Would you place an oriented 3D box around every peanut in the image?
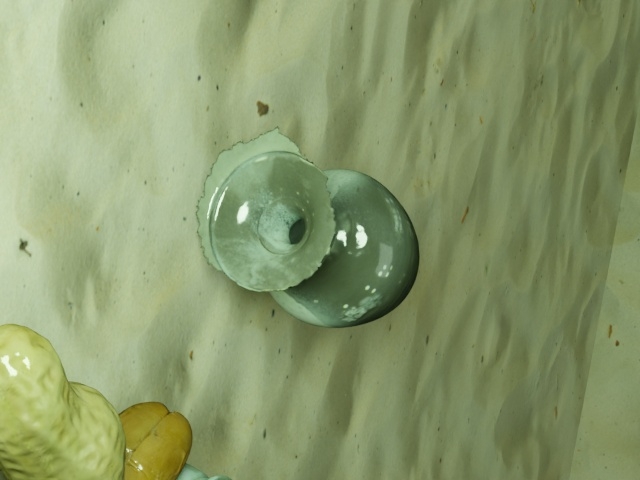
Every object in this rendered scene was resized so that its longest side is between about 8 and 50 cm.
[{"bbox_3d":[-0.306,0.212,1.764,0.147,0.148,0.318,-57,141,-35],"label":"peanut"}]

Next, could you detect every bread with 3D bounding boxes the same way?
[{"bbox_3d":[-0.225,0.261,1.948,0.189,0.114,0.077,-50,158,-49],"label":"bread"}]

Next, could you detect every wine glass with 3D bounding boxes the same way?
[{"bbox_3d":[0.000,0.000,2.153,0.323,0.238,0.238,29,74,-63],"label":"wine glass"}]

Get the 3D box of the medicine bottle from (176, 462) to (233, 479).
[{"bbox_3d":[-0.191,0.358,2.012,0.147,0.143,0.147,-31,127,-53],"label":"medicine bottle"}]
